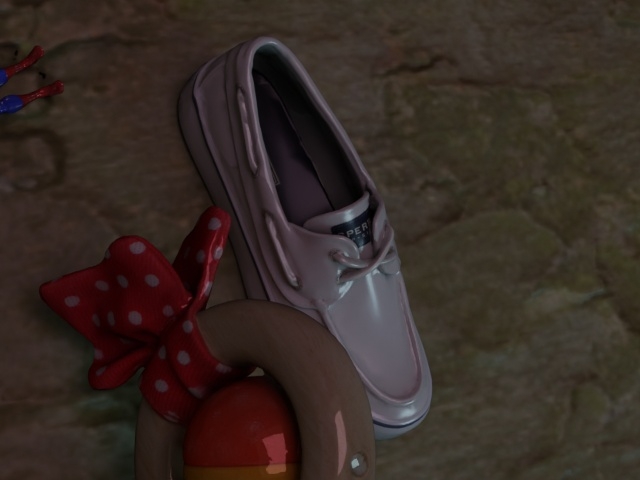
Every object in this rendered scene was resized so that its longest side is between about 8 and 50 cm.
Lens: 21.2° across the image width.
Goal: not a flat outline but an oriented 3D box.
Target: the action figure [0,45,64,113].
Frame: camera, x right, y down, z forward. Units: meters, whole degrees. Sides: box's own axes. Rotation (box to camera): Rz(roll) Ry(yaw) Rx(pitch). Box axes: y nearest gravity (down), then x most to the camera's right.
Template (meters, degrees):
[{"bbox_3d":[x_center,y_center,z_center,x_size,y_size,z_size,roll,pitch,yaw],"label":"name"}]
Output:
[{"bbox_3d":[-0.200,-0.076,0.966,0.115,0.030,0.038,-31,97,-32],"label":"action figure"}]

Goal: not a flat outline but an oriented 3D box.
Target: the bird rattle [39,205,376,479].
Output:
[{"bbox_3d":[-0.047,0.107,0.906,0.143,0.207,0.253,19,74,-45],"label":"bird rattle"}]

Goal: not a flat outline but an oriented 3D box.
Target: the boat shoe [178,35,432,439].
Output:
[{"bbox_3d":[0.000,0.000,1.026,0.095,0.084,0.258,-32,92,-34],"label":"boat shoe"}]
